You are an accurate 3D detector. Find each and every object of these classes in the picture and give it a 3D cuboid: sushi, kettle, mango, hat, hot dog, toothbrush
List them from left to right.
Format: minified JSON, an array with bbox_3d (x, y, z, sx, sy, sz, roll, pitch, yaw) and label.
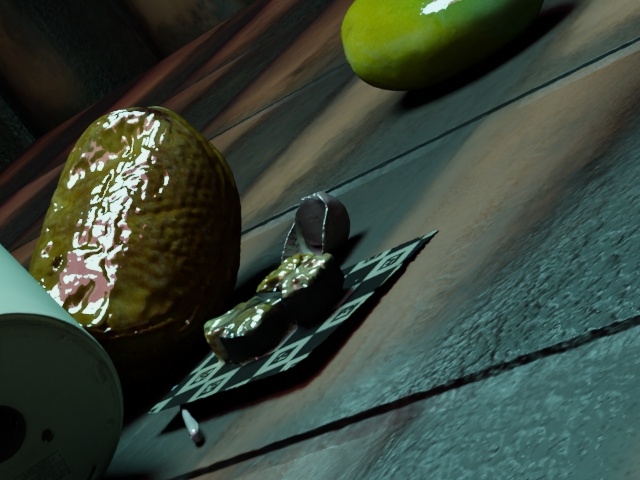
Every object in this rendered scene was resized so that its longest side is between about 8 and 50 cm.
[{"bbox_3d":[-0.329,0.073,1.500,0.205,0.265,0.318,-58,37,7],"label":"kettle"},{"bbox_3d":[-0.174,0.009,1.698,0.196,0.122,0.272,-8,49,21],"label":"hot dog"},{"bbox_3d":[-0.100,0.130,1.470,0.017,0.014,0.162,-24,11,-6],"label":"toothbrush"},{"bbox_3d":[-0.037,0.051,1.474,0.210,0.040,0.192,-23,15,48],"label":"sushi"},{"bbox_3d":[0.001,0.003,1.608,0.058,0.042,0.087,-30,48,45],"label":"hat"},{"bbox_3d":[0.122,-0.216,1.897,0.156,0.114,0.251,-33,20,-30],"label":"mango"}]
